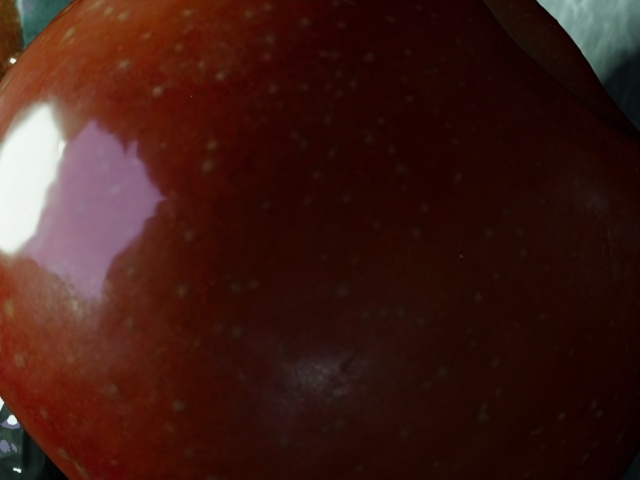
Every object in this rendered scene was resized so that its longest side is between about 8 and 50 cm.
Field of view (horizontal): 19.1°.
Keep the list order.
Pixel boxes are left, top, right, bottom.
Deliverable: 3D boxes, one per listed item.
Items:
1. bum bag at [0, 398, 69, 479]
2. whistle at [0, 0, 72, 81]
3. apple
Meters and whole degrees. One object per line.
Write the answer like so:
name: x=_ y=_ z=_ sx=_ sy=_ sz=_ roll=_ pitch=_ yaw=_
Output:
bum bag: x=-0.212 y=0.177 z=1.238 sx=0.144 sy=0.095 sz=0.340 roll=6 pitch=90 yaw=49
whistle: x=-0.252 y=-0.126 z=1.376 sx=0.142 sy=0.134 sz=0.346 roll=45 pitch=146 yaw=7
apple: x=0.000 y=0.000 z=0.675 sx=0.216 sy=0.260 sz=0.260 roll=-43 pitch=40 yaw=17
